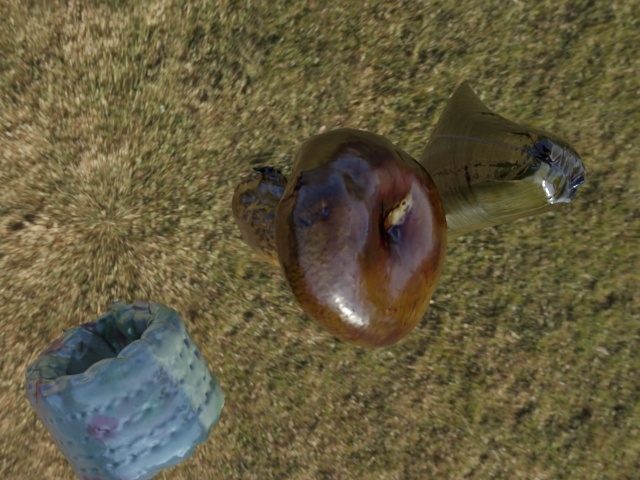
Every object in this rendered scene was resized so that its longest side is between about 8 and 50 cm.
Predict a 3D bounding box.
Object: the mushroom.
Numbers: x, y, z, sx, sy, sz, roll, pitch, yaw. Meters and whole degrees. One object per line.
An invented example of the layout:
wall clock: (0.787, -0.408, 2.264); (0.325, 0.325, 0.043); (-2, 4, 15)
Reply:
mushroom: (0.036, 0.002, 0.970); (0.267, 0.254, 0.268); (7, 74, -24)

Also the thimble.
thimble: (-0.216, 0.163, 0.933); (0.185, 0.211, 0.149); (-26, 109, 1)

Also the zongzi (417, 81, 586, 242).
zongzi: (0.261, -0.157, 1.210); (0.138, 0.286, 0.300); (34, 60, -26)
